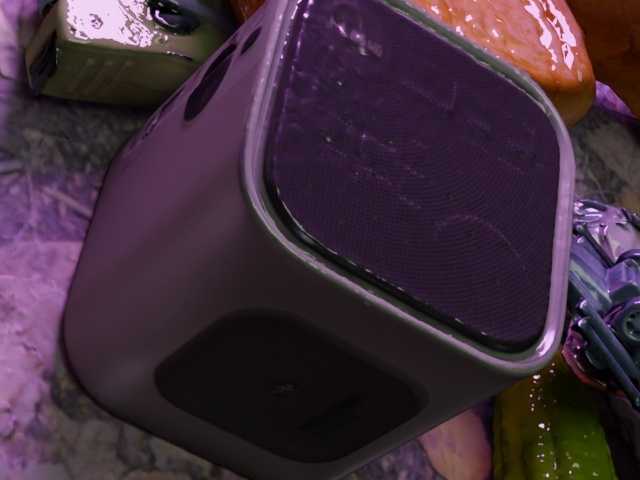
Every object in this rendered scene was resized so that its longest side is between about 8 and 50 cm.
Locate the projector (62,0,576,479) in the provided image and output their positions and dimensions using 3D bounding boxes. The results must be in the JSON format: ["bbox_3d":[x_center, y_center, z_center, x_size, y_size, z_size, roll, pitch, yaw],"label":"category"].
[{"bbox_3d":[0.000,0.000,1.036,0.248,0.249,0.248,28,51,-21],"label":"projector"}]

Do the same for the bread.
[{"bbox_3d":[0.039,-0.218,1.237,0.328,0.148,0.337,9,47,-37],"label":"bread"}]

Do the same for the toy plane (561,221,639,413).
[{"bbox_3d":[0.259,0.095,1.163,0.326,0.104,0.223,38,24,-8],"label":"toy plane"}]

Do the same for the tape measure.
[{"bbox_3d":[-0.136,-0.169,1.147,0.177,0.087,0.154,8,55,-36],"label":"tape measure"}]

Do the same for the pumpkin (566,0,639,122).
[{"bbox_3d":[0.294,-0.189,1.381,0.258,0.290,0.095,20,62,-9],"label":"pumpkin"}]

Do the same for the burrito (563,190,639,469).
[{"bbox_3d":[0.295,0.119,1.287,0.139,0.101,0.445,-19,76,-40],"label":"burrito"}]

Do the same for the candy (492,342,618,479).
[{"bbox_3d":[0.179,0.157,1.188,0.097,0.097,0.209,19,48,-27],"label":"candy"}]
